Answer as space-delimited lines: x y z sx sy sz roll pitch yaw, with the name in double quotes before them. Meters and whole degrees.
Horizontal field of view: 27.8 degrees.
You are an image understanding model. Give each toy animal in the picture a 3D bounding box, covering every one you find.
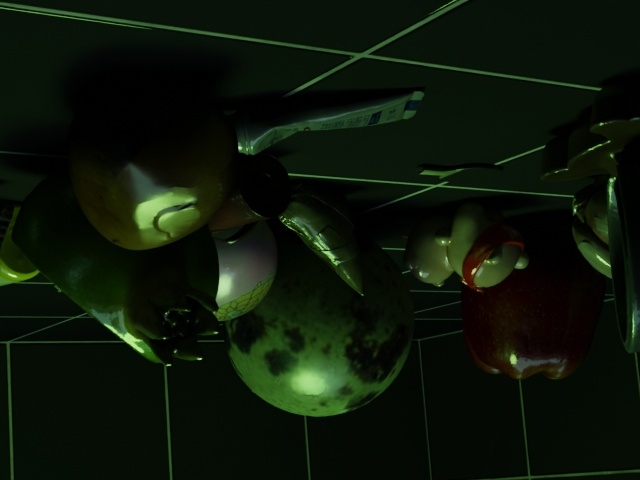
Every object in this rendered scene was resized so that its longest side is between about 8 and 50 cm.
"toy animal" 0.259 0.011 2.276 0.197 0.171 0.171 -1 172 28

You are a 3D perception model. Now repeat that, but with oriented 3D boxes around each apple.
"apple" 0.407 0.110 2.481 0.288 0.317 0.288 5 -177 0

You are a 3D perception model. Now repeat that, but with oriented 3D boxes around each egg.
"egg" -0.008 0.139 2.328 0.345 0.345 0.428 -3 -175 -5
"egg" -0.166 0.029 2.073 0.196 0.196 0.271 -4 165 0

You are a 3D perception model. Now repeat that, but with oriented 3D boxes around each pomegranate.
"pomegranate" -0.239 0.024 1.751 0.358 0.216 0.310 30 165 44

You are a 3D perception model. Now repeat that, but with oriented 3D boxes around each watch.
"watch" 0.459 -0.019 1.686 0.314 0.327 0.335 -6 169 7

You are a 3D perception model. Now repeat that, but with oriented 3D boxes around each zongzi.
"zongzi" 0.000 0.000 2.020 0.081 0.178 0.189 -29 160 23

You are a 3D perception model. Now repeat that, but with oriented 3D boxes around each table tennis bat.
"table tennis bat" 0.212 -0.104 1.993 0.156 0.013 0.087 3 168 -37

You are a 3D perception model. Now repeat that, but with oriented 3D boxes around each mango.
"mango" -0.206 -0.084 1.517 0.152 0.201 0.287 -45 175 -21

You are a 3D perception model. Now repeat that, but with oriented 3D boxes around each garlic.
"garlic" 0.512 -0.041 2.077 0.214 0.191 0.160 -48 -177 -36

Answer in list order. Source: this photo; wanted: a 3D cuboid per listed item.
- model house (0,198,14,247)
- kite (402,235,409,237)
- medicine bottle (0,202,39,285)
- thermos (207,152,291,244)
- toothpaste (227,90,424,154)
"model house" -0.562 0.015 1.804 0.249 0.230 0.280 -39 148 26
"kite" 0.246 -0.019 2.475 0.190 0.010 0.159 -14 165 40
"medicine bottle" -0.538 0.018 2.043 0.212 0.122 0.121 -12 167 39
"thermos" -0.153 -0.060 1.877 0.232 0.099 0.124 -13 131 48
"toothpaste" -0.008 -0.147 1.584 0.266 0.061 0.096 -10 169 -7
